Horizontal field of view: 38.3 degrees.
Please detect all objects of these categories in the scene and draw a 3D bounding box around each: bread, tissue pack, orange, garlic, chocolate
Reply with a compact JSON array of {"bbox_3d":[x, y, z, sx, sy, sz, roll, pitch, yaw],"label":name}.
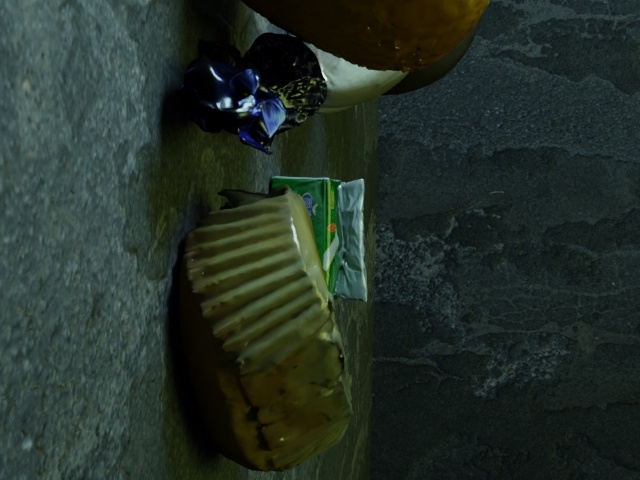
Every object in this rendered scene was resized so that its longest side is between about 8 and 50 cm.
[{"bbox_3d":[-0.067,0.122,1.098,0.236,0.183,0.388,-103,180,-51],"label":"bread"},{"bbox_3d":[0.001,0.001,1.513,0.148,0.156,0.209,-14,105,-84],"label":"tissue pack"},{"bbox_3d":[0.048,-0.361,1.055,0.293,0.341,0.340,-63,175,8],"label":"orange"},{"bbox_3d":[0.050,-0.338,1.548,0.249,0.286,0.313,27,66,-39],"label":"garlic"},{"bbox_3d":[-0.088,-0.162,1.027,0.148,0.126,0.343,52,18,-5],"label":"chocolate"}]

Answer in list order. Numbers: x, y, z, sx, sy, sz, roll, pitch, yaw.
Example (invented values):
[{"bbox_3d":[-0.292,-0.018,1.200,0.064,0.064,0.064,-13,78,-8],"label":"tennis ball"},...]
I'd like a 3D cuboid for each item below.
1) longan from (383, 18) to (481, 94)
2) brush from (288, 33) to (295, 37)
[{"bbox_3d":[0.160,-0.491,1.896,0.404,0.336,0.404,-37,147,-29],"label":"longan"},{"bbox_3d":[-0.025,-0.464,1.606,0.042,0.039,0.299,78,18,-64],"label":"brush"}]
